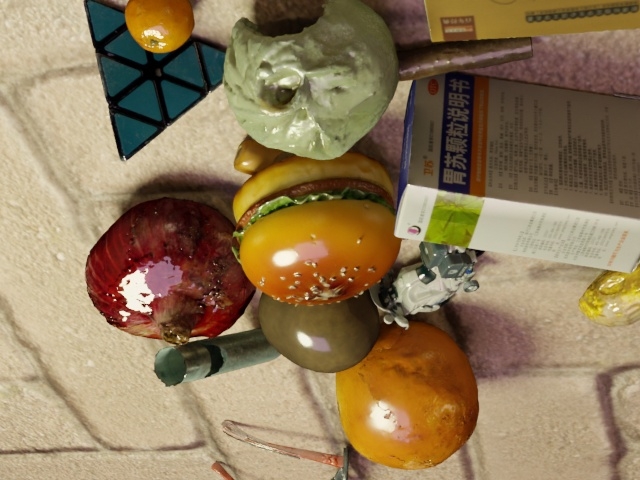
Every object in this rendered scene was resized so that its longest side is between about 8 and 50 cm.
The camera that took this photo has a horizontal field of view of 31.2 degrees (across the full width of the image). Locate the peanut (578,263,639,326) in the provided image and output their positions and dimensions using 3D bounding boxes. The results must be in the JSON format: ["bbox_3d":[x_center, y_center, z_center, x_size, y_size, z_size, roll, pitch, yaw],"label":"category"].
[{"bbox_3d":[0.466,0.065,1.643,0.087,0.087,0.207,36,132,-29],"label":"peanut"}]

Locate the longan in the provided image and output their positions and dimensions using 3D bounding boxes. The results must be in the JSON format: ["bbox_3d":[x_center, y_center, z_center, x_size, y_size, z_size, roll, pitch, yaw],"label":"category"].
[{"bbox_3d":[-0.003,0.111,1.716,0.189,0.189,0.189,5,141,4],"label":"longan"}]

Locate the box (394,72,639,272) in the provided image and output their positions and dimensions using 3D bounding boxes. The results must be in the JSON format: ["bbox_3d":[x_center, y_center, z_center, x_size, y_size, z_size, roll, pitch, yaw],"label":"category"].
[{"bbox_3d":[0.249,-0.088,1.404,0.300,0.200,0.106,8,142,0],"label":"box"}]

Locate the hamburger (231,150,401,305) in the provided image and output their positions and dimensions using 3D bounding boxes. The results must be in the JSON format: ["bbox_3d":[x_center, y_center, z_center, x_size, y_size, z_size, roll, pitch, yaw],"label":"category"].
[{"bbox_3d":[0.001,-0.001,1.539,0.246,0.169,0.246,-8,153,-4],"label":"hamburger"}]

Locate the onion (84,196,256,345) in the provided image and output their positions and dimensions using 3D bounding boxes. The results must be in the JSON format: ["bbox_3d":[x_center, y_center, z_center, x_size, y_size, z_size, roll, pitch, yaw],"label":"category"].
[{"bbox_3d":[-0.215,0.062,1.657,0.252,0.219,0.252,-2,139,-2],"label":"onion"}]

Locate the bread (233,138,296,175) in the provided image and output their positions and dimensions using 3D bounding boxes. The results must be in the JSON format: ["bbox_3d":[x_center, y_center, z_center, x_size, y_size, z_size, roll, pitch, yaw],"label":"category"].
[{"bbox_3d":[-0.064,-0.106,1.553,0.103,0.049,0.062,14,172,-10],"label":"bread"}]

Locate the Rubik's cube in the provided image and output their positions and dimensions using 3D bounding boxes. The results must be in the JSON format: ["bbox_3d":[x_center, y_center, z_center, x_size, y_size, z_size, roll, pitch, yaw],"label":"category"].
[{"bbox_3d":[-0.230,-0.150,1.437,0.211,0.178,0.190,18,143,-10],"label":"Rubik's cube"}]

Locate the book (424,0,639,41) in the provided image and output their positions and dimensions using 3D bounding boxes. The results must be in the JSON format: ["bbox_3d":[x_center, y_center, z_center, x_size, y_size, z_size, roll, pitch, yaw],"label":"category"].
[{"bbox_3d":[0.223,-0.370,1.196,0.269,0.032,0.389,-2,139,14],"label":"book"}]

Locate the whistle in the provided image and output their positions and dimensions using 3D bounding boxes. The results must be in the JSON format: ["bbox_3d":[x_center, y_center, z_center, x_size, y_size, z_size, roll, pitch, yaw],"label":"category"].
[{"bbox_3d":[-0.149,0.177,1.791,0.062,0.062,0.312,-15,175,26],"label":"whistle"}]

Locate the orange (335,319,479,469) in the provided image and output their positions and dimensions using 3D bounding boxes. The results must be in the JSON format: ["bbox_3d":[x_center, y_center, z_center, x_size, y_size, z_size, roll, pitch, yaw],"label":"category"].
[{"bbox_3d":[0.135,0.240,1.802,0.240,0.240,0.240,5,141,4],"label":"orange"}]

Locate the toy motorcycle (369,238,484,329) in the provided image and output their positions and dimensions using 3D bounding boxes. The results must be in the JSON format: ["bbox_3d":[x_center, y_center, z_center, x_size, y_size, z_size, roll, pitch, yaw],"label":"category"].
[{"bbox_3d":[0.154,0.052,1.681,0.150,0.102,0.221,-2,148,-21],"label":"toy motorcycle"}]

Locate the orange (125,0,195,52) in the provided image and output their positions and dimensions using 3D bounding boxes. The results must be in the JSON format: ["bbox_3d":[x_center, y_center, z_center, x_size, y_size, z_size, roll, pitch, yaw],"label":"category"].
[{"bbox_3d":[-0.192,-0.264,1.363,0.084,0.083,0.083,5,141,4],"label":"orange"}]

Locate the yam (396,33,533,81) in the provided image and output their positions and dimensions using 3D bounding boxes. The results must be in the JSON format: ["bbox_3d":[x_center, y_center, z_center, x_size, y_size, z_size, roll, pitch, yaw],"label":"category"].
[{"bbox_3d":[0.094,-0.217,1.399,0.327,0.045,0.045,-7,169,15],"label":"yam"}]

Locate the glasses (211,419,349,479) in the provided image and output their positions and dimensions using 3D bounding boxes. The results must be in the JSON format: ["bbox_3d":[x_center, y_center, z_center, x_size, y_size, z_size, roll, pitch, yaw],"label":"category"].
[{"bbox_3d":[-0.077,0.463,2.204,0.269,0.118,0.234,12,142,-4],"label":"glasses"}]

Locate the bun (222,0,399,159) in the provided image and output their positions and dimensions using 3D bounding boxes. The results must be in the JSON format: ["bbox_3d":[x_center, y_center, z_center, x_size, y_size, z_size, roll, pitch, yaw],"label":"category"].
[{"bbox_3d":[-0.018,-0.194,1.341,0.204,0.126,0.212,43,111,-5],"label":"bun"}]
